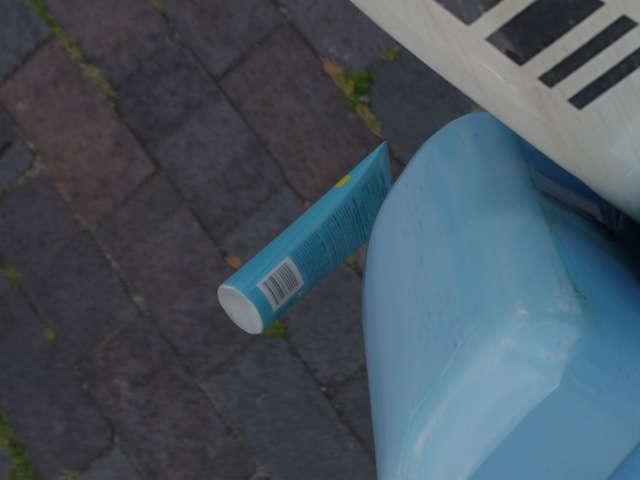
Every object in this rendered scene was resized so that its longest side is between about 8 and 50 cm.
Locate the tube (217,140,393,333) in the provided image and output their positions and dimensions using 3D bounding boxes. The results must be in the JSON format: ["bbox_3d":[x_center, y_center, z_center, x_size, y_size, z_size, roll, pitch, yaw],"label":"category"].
[{"bbox_3d":[0.000,0.000,1.056,0.052,0.080,0.207,26,53,35],"label":"tube"}]

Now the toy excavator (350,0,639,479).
[{"bbox_3d":[0.098,-0.015,0.358,0.445,0.222,0.433,27,117,-18],"label":"toy excavator"}]
